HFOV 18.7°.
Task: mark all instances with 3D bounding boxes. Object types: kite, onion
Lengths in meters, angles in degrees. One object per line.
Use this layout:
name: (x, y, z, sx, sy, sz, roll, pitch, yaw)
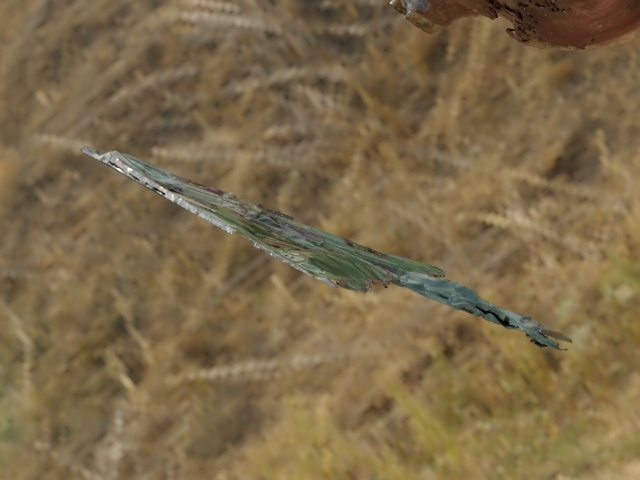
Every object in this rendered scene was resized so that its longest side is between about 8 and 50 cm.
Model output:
kite: (0.000, 0.000, 0.965, 0.323, 0.267, 0.013, 1, -69, -78)
onion: (0.138, -0.233, 1.375, 0.219, 0.252, 0.252, -41, 28, 7)
